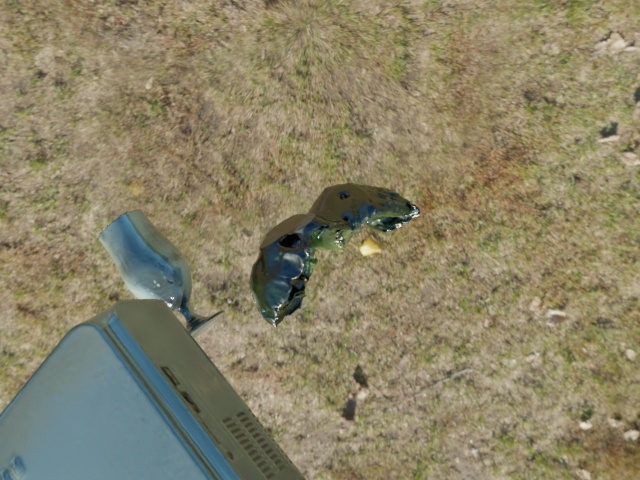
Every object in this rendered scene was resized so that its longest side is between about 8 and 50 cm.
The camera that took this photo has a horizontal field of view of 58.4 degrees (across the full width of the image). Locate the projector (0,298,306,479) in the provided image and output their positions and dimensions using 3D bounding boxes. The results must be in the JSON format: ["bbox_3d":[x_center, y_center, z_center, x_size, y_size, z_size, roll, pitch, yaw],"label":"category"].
[{"bbox_3d":[-0.162,0.202,0.456,0.198,0.108,0.250,45,101,18],"label":"projector"}]

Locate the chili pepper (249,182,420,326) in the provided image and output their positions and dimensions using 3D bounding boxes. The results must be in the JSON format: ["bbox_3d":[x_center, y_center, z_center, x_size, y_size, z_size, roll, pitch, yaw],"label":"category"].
[{"bbox_3d":[-0.005,-0.004,0.780,0.264,0.148,0.116,-42,119,-26],"label":"chili pepper"}]

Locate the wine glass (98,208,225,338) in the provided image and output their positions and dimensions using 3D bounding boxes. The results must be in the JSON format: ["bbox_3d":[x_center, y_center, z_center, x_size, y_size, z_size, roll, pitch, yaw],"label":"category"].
[{"bbox_3d":[-0.236,0.053,0.841,0.093,0.093,0.202,-38,84,12],"label":"wine glass"}]
